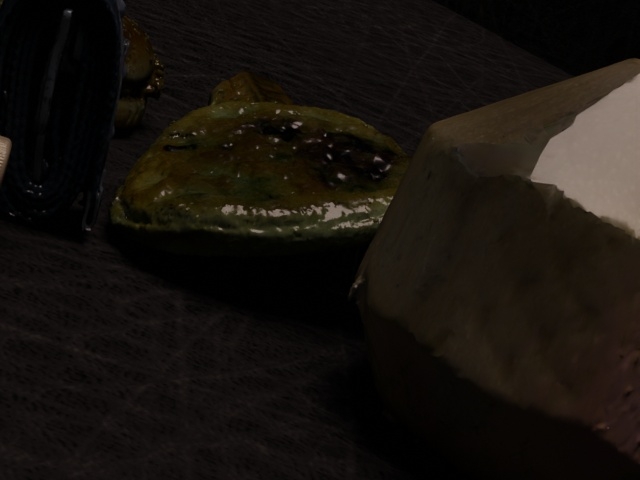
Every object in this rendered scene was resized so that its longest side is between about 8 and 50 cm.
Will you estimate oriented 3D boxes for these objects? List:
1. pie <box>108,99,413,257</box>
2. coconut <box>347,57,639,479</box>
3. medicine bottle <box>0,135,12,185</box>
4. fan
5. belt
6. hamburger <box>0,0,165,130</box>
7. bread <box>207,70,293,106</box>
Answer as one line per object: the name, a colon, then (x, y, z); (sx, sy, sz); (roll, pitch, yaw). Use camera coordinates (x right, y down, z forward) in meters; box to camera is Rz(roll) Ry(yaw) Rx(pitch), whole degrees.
pie: (-0.040, -0.057, 1.350); (0.323, 0.070, 0.323); (-1, 23, 0)
coconut: (0.202, 0.015, 1.150); (0.353, 0.352, 0.352); (21, 18, -7)
medicine bottle: (-0.367, -0.086, 1.116); (0.252, 0.114, 0.114); (18, 18, -16)
fan: (0.000, 0.000, 1.399); (0.130, 0.074, 0.244); (-6, 26, -36)
belt: (-0.232, -0.132, 1.248); (0.122, 0.218, 0.128); (10, 21, -12)
hamburger: (-0.268, -0.205, 1.580); (0.215, 0.122, 0.189); (6, 22, -48)
bread: (-0.066, -0.122, 1.642); (0.087, 0.098, 0.269); (61, -1, -27)
